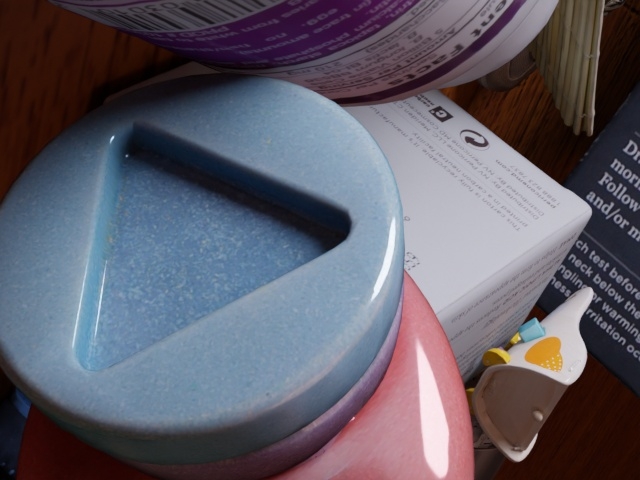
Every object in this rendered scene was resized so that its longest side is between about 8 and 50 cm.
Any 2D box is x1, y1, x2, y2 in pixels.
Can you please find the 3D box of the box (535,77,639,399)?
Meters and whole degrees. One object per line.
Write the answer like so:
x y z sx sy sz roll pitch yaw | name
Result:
0.451 -0.086 1.132 0.471 0.297 0.480 -54 160 23 | box

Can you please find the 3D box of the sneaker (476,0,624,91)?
0.161 -0.161 0.976 0.066 0.071 0.188 -25 148 -50 | sneaker

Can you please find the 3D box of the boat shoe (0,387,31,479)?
-0.141 0.160 0.864 0.089 0.109 0.258 -42 157 -11 | boat shoe

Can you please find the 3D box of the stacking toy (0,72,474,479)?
-0.109 0.080 0.450 0.309 0.279 0.130 -12 145 4 | stacking toy

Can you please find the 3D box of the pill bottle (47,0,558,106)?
-0.008 -0.137 0.522 0.169 0.169 0.301 -54 160 10 | pill bottle

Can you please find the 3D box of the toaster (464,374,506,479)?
0.088 0.186 1.353 0.146 0.129 0.227 -57 158 11 | toaster

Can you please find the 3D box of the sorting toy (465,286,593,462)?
0.114 0.059 0.795 0.075 0.045 0.083 -47 166 -35 | sorting toy

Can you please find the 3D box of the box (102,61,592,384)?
0.000 0.000 0.761 0.182 0.181 0.119 -30 155 -46 | box

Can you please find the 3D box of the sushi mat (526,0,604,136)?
0.097 -0.175 0.716 0.019 0.151 0.316 -22 157 -2 | sushi mat
